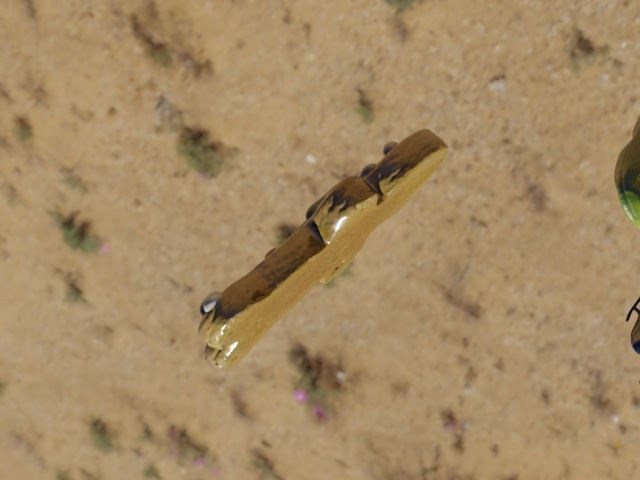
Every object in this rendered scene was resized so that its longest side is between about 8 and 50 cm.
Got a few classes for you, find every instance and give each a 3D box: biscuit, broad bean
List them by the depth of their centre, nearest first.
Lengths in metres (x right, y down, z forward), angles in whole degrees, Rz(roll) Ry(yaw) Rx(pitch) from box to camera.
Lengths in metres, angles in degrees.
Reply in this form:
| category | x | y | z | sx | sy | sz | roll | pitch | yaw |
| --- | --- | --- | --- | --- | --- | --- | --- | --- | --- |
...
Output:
| category | x | y | z | sx | sy | sz | roll | pitch | yaw |
| --- | --- | --- | --- | --- | --- | --- | --- | --- | --- |
| biscuit | 0.000 | 0.000 | 1.302 | 0.049 | 0.301 | 0.197 | 46 | 164 | 8 |
| broad bean | 0.355 | -0.104 | 1.517 | 0.070 | 0.213 | 0.048 | 39 | 144 | -27 |

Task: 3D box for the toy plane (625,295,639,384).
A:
| category | x | y | z | sx | sy | sz | roll | pitch | yaw |
| --- | --- | --- | --- | --- | --- | --- | --- | --- | --- |
| toy plane | 0.245 | 0.042 | 0.966 | 0.031 | 0.049 | 0.120 | 24 | 108 | -22 |
